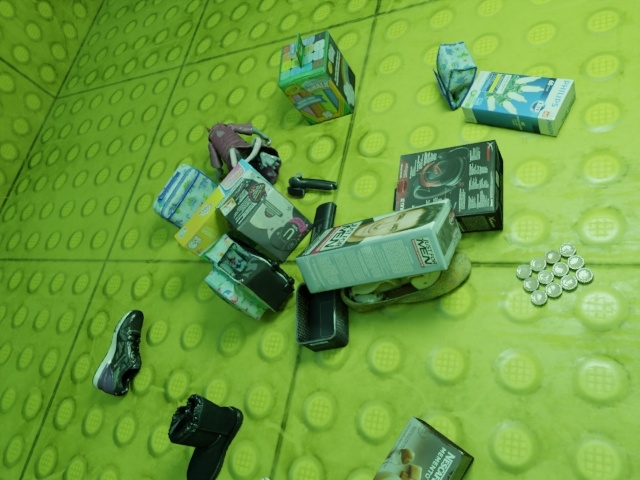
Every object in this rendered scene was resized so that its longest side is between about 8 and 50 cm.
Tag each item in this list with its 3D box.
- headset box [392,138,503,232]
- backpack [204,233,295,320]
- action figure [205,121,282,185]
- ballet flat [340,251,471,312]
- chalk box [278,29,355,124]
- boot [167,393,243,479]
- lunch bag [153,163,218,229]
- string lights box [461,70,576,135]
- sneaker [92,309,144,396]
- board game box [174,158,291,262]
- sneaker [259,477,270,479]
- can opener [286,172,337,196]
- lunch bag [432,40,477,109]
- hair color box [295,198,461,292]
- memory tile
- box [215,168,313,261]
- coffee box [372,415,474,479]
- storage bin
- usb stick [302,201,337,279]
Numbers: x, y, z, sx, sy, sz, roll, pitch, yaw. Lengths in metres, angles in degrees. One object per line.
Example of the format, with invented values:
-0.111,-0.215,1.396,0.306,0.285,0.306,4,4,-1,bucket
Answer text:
0.331,-0.132,1.397,0.294,0.110,0.217,-6,62,29,headset box
-0.227,0.102,1.541,0.191,0.225,0.254,-47,47,-6,backpack
-0.308,-0.301,1.795,0.248,0.276,0.370,-49,64,7,action figure
0.210,0.103,1.341,0.349,0.123,0.123,-19,56,22,ballet flat
-0.023,-0.555,1.730,0.179,0.289,0.180,-10,60,27,chalk box
-0.332,0.535,1.376,0.094,0.207,0.246,22,78,38,boot
-0.482,-0.152,1.864,0.090,0.176,0.218,25,79,38,lunch bag
0.540,-0.380,1.427,0.260,0.077,0.133,21,76,37,string lights box
-0.634,0.377,1.735,0.124,0.107,0.283,15,76,21,sneaker
-0.268,-0.067,1.645,0.316,0.242,0.064,-50,52,0,board game box
-0.155,0.644,1.318,0.032,0.037,0.083,2,68,30,sneaker
-0.027,-0.182,1.690,0.186,0.073,0.059,4,28,30,can opener
0.390,-0.485,1.535,0.097,0.151,0.128,-7,56,-1,lunch bag
0.145,0.017,1.313,0.375,0.113,0.185,-13,19,31,hair color box
0.545,0.078,1.216,0.148,0.012,0.113,-30,53,15,memory tile
-0.161,-0.071,1.577,0.163,0.247,0.142,-49,52,-1,box
0.202,0.529,1.122,0.141,0.098,0.246,30,83,39,coffee box
0.005,0.204,1.431,0.122,0.084,0.180,-15,59,24,storage bin
0.000,0.000,1.537,0.077,0.045,0.277,-22,43,37,usb stick
